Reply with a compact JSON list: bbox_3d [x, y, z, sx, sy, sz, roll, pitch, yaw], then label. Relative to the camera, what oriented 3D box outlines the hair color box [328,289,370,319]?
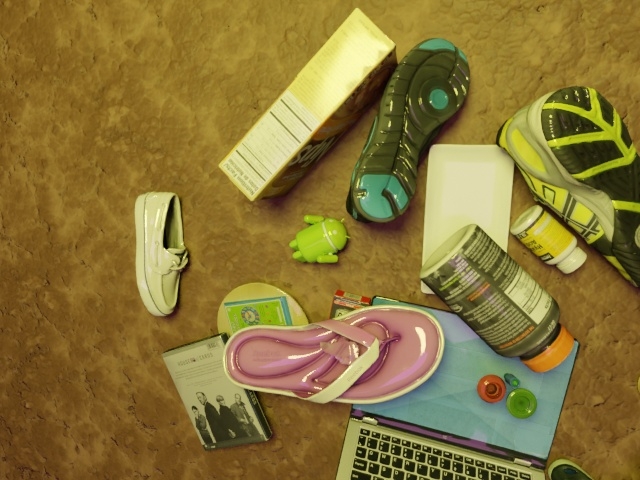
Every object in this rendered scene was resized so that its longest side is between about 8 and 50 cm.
[{"bbox_3d":[0.048,0.175,0.863,0.072,0.043,0.141,13,102,10],"label":"hair color box"}]

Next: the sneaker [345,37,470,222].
[{"bbox_3d":[0.132,-0.186,0.747,0.125,0.139,0.341,31,82,-8],"label":"sneaker"}]

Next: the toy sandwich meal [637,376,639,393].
[{"bbox_3d":[0.596,0.257,0.762,0.085,0.029,0.086,2,99,12],"label":"toy sandwich meal"}]

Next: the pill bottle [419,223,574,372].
[{"bbox_3d":[0.292,0.100,0.723,0.246,0.130,0.130,45,105,2],"label":"pill bottle"}]

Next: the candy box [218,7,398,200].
[{"bbox_3d":[-0.010,-0.209,0.745,0.087,0.183,0.316,46,105,3],"label":"candy box"}]

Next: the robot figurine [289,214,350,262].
[{"bbox_3d":[0.000,0.000,0.834,0.115,0.067,0.101,-25,63,16],"label":"robot figurine"}]

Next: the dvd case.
[{"bbox_3d":[-0.224,0.325,0.936,0.179,0.029,0.239,-21,93,27],"label":"dvd case"}]

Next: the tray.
[{"bbox_3d":[0.261,-0.034,0.792,0.145,0.030,0.270,3,99,13],"label":"tray"}]

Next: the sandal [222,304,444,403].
[{"bbox_3d":[0.009,0.211,0.779,0.416,0.102,0.169,-11,75,14],"label":"sandal"}]

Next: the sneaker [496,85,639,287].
[{"bbox_3d":[0.438,-0.078,0.702,0.145,0.147,0.385,-45,106,-9],"label":"sneaker"}]

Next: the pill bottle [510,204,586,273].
[{"bbox_3d":[0.390,0.000,0.750,0.116,0.065,0.065,42,105,4],"label":"pill bottle"}]

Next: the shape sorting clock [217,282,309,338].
[{"bbox_3d":[-0.117,0.183,0.901,0.206,0.040,0.206,3,105,12],"label":"shape sorting clock"}]

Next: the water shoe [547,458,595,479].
[{"bbox_3d":[0.507,0.482,0.790,0.203,0.080,0.073,30,104,6],"label":"water shoe"}]

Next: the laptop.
[{"bbox_3d":[0.229,0.360,0.761,0.381,0.408,0.236,11,134,11],"label":"laptop"}]

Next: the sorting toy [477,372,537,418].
[{"bbox_3d":[0.318,0.259,0.759,0.102,0.042,0.061,26,91,2],"label":"sorting toy"}]

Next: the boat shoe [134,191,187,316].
[{"bbox_3d":[-0.316,0.029,0.894,0.084,0.095,0.258,-3,99,17],"label":"boat shoe"}]
